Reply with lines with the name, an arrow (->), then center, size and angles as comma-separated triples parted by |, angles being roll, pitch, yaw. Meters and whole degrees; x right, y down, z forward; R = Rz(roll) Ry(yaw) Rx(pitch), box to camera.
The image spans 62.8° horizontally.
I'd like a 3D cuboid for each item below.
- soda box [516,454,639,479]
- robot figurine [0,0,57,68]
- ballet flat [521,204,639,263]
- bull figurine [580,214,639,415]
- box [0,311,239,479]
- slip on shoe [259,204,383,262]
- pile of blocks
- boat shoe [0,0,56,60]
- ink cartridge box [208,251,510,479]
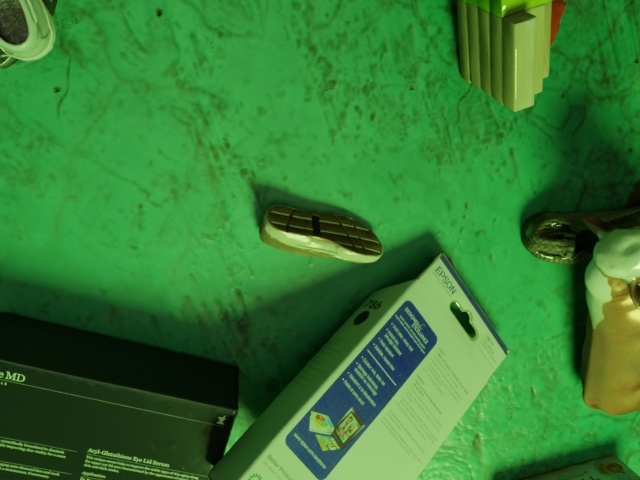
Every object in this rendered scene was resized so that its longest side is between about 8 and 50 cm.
soda box -> 0.321, 0.342, 0.682 | 0.183, 0.058, 0.063 | -12, 105, -5
robot figurine -> -0.312, -0.285, 0.425 | 0.211, 0.085, 0.291 | 11, 101, -10
ballet flat -> 0.359, -0.008, 0.604 | 0.249, 0.058, 0.084 | -2, 104, -8
bull figurine -> 0.367, 0.073, 0.574 | 0.188, 0.101, 0.310 | -16, 129, -5
box -> -0.235, 0.202, 0.543 | 0.261, 0.103, 0.184 | 17, 102, -11
slip on shoe -> 0.000, 0.000, 0.564 | 0.135, 0.051, 0.041 | 11, 141, -19
pile of blocks -> 0.167, -0.307, 0.458 | 0.112, 0.149, 0.362 | -21, 105, -4
boat shoe -> -0.262, -0.218, 0.372 | 0.066, 0.063, 0.184 | -26, 112, -10
ink cartridge box -> 0.058, 0.180, 0.565 | 0.332, 0.065, 0.165 | -43, 107, -21
